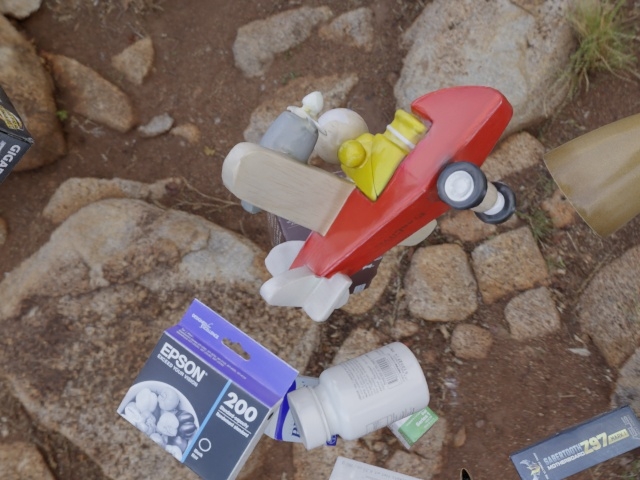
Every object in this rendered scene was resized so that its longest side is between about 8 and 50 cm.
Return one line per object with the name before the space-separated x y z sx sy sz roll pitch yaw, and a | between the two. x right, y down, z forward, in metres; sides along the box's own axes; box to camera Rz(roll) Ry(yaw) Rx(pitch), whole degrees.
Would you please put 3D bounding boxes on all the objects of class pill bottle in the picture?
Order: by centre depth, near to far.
pill bottle | 0.064 0.280 0.964 0.230 0.131 0.131 -18 55 -15

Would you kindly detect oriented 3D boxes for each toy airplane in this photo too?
toy airplane | 0.050 -0.064 0.793 0.385 0.386 0.272 -18 66 -14

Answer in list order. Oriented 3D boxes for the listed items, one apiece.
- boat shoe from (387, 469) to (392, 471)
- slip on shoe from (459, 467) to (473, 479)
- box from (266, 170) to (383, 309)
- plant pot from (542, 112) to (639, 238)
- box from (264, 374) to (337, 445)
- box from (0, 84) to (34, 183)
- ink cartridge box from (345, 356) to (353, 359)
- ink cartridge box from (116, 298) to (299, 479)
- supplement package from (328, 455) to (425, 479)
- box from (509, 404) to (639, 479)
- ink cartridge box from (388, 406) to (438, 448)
boat shoe | 0.065 0.548 1.152 0.113 0.340 0.127 24 101 31
slip on shoe | 0.446 0.745 1.625 0.052 0.135 0.041 -14 104 14
box | 0.000 0.000 1.072 0.167 0.168 0.203 -15 66 -13
plant pot | 0.670 -0.167 1.178 0.254 0.237 0.237 -37 55 31
box | -0.032 0.341 1.092 0.072 0.137 0.126 -12 65 66
box | -0.593 -0.137 0.812 0.295 0.073 0.293 -47 64 10
ink cartridge box | 0.171 0.407 1.581 0.171 0.235 0.056 11 74 22
ink cartridge box | -0.171 0.228 0.808 0.206 0.045 0.208 32 93 13
supplement package | 0.067 0.527 0.830 0.178 0.175 0.293 7 39 22
box | 0.397 0.326 0.851 0.184 0.233 0.059 -29 63 9
ink cartridge box | 0.241 0.538 1.791 0.117 0.201 0.278 -39 67 -15
